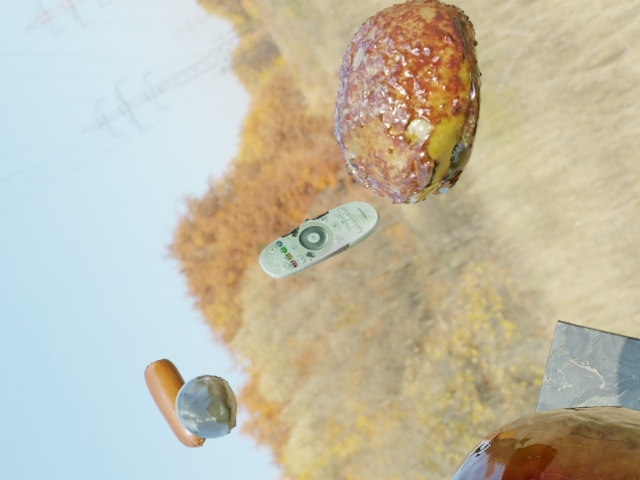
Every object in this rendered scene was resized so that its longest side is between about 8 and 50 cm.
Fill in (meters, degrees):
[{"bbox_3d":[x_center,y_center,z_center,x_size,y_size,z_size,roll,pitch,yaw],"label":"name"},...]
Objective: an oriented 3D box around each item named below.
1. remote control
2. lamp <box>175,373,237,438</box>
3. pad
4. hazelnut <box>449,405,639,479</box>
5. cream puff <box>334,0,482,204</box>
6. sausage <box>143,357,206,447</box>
[{"bbox_3d":[-0.001,-0.001,2.226,0.097,0.256,0.045,55,161,32],"label":"remote control"},{"bbox_3d":[-0.174,0.258,1.798,0.101,0.101,0.250,61,166,-4],"label":"lamp"},{"bbox_3d":[0.536,0.290,1.931,0.007,0.367,0.248,18,-95,-57],"label":"pad"},{"bbox_3d":[0.320,0.342,1.196,0.421,0.421,0.353,-112,9,-51],"label":"hazelnut"},{"bbox_3d":[0.096,-0.156,1.318,0.240,0.164,0.240,-179,90,-73],"label":"cream puff"},{"bbox_3d":[-0.281,0.321,2.266,0.197,0.076,0.076,55,-178,21],"label":"sausage"}]
